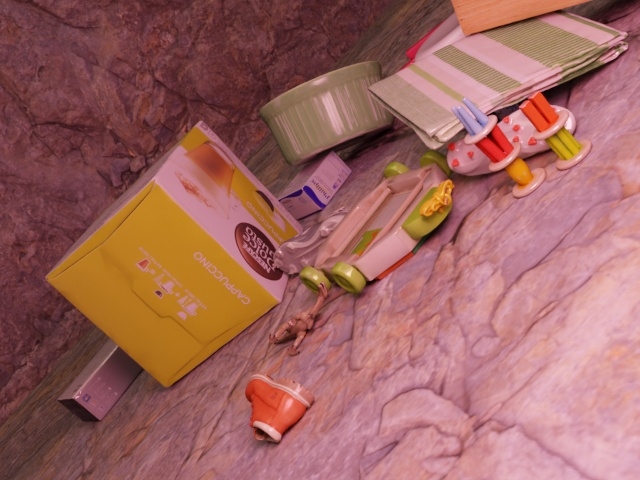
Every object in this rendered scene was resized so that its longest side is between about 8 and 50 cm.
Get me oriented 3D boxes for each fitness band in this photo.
[{"bbox_3d":[0.277,-0.478,2.049,0.291,0.054,0.209,-35,20,37],"label":"fitness band"}]

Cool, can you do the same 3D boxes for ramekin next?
[{"bbox_3d":[0.024,-0.288,1.836,0.304,0.148,0.303,-22,1,1],"label":"ramekin"}]

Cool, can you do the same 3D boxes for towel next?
[{"bbox_3d":[0.260,-0.261,1.197,0.325,0.038,0.248,-28,34,-4],"label":"towel"}]

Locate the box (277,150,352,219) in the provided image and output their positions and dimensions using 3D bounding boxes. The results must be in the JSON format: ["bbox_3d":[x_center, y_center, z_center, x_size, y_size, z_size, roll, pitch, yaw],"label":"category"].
[{"bbox_3d":[-0.015,-0.127,1.837,0.137,0.072,0.126,-53,17,-29],"label":"box"}]

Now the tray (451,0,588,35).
[{"bbox_3d":[0.428,-0.440,1.218,0.411,0.076,0.202,-7,34,32],"label":"tray"}]

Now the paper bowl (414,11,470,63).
[{"bbox_3d":[0.291,-0.350,1.468,0.284,0.148,0.284,-42,14,12],"label":"paper bowl"}]

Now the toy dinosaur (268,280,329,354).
[{"bbox_3d":[-0.038,0.141,1.250,0.183,0.053,0.092,-47,-1,38],"label":"toy dinosaur"}]

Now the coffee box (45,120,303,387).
[{"bbox_3d":[-0.284,0.025,1.633,0.338,0.337,0.334,-37,16,22],"label":"coffee box"}]

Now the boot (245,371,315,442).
[{"bbox_3d":[-0.076,0.229,1.072,0.084,0.059,0.158,-56,18,-19],"label":"boot"}]

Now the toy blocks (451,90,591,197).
[{"bbox_3d":[0.250,-0.141,0.999,0.123,0.148,0.054,-36,17,33],"label":"toy blocks"}]

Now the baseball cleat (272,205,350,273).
[{"bbox_3d":[0.000,0.000,1.496,0.206,0.072,0.109,-25,10,42],"label":"baseball cleat"}]

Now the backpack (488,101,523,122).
[{"bbox_3d":[0.290,-0.252,1.284,0.084,0.105,0.114,-37,28,17],"label":"backpack"}]

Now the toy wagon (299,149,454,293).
[{"bbox_3d":[0.109,-0.026,1.237,0.267,0.068,0.344,-51,16,-20],"label":"toy wagon"}]

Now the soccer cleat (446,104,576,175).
[{"bbox_3d":[0.272,-0.140,1.113,0.196,0.076,0.068,-17,70,37],"label":"soccer cleat"}]

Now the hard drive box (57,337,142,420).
[{"bbox_3d":[-0.529,0.331,1.960,0.232,0.089,0.181,-53,17,-27],"label":"hard drive box"}]
